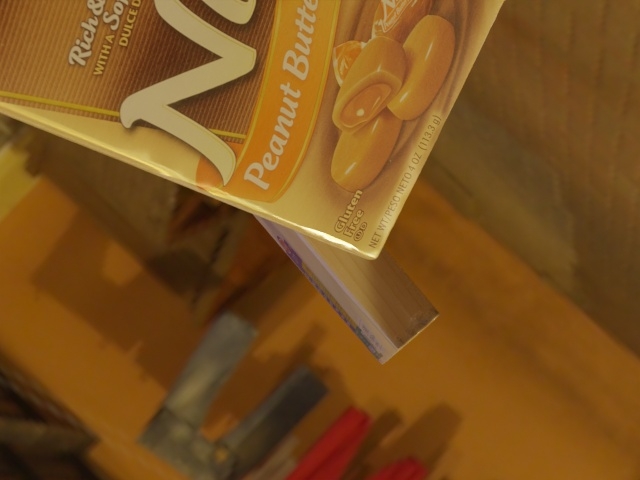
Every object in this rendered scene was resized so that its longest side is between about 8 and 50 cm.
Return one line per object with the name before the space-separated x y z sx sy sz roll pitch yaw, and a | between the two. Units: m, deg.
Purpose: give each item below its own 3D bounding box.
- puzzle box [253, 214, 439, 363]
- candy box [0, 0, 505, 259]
puzzle box | 0.000 0.000 1.557 0.272 0.052 0.409 49 176 4
candy box | -0.049 -0.120 0.750 0.087 0.183 0.316 29 -176 39
